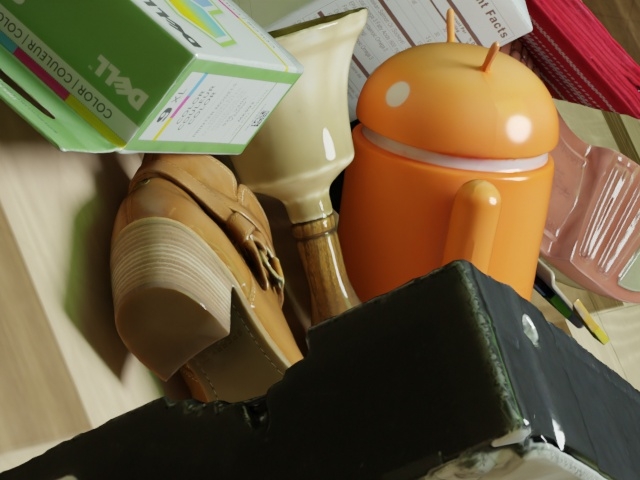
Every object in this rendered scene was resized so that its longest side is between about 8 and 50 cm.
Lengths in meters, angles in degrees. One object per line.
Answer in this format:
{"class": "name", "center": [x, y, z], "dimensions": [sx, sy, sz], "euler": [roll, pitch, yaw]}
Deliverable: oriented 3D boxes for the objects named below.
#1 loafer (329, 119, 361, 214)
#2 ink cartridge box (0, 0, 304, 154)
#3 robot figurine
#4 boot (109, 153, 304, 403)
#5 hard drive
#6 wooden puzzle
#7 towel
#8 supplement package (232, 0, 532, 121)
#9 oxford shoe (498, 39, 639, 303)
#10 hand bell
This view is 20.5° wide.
{"class": "loafer", "center": [0.025, -0.071, 1.210], "dimensions": [0.061, 0.062, 0.170], "euler": [53, 21, -44]}
{"class": "ink cartridge box", "center": [-0.095, -0.097, 0.837], "dimensions": [0.109, 0.062, 0.209], "euler": [42, 15, 12]}
{"class": "robot figurine", "center": [0.074, -0.025, 1.073], "dimensions": [0.158, 0.128, 0.219], "euler": [-24, 127, -57]}
{"class": "boot", "center": [-0.032, 0.046, 0.874], "dimensions": [0.197, 0.073, 0.152], "euler": [58, 15, -28]}
{"class": "hard drive", "center": [0.022, 0.125, 0.644], "dimensions": [0.339, 0.237, 0.064], "euler": [34, 35, -59]}
{"class": "wooden puzzle", "center": [0.158, 0.030, 1.274], "dimensions": [0.078, 0.014, 0.116], "euler": [50, -3, -41]}
{"class": "towel", "center": [0.130, -0.181, 1.410], "dimensions": [0.199, 0.031, 0.275], "euler": [42, -11, -35]}
{"class": "supplement package", "center": [0.031, -0.161, 1.149], "dimensions": [0.105, 0.179, 0.105], "euler": [49, 23, -40]}
{"class": "oxford shoe", "center": [0.118, -0.071, 1.419], "dimensions": [0.397, 0.146, 0.140], "euler": [41, 71, -30]}
{"class": "hand bell", "center": [0.000, 0.000, 1.010], "dimensions": [0.126, 0.126, 0.242], "euler": [-42, 117, -72]}
